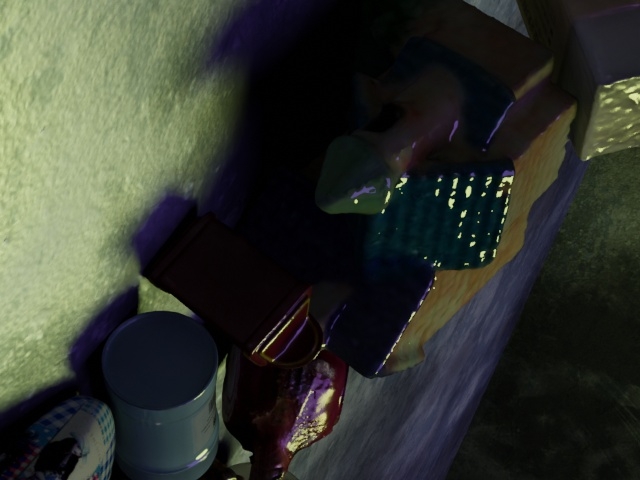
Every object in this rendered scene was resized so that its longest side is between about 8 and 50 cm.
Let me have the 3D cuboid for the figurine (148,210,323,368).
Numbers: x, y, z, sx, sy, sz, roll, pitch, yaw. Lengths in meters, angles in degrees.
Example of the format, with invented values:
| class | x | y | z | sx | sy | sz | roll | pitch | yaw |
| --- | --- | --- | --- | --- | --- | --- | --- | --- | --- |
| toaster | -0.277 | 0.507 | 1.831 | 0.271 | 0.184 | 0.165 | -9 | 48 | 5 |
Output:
| class | x | y | z | sx | sy | sz | roll | pitch | yaw |
| --- | --- | --- | --- | --- | --- | --- | --- | --- | --- |
| figurine | -0.067 | 0.061 | 1.107 | 0.082 | 0.154 | 0.098 | -48 | 165 | -21 |

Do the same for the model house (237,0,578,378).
| class | x | y | z | sx | sy | sz | roll | pitch | yaw |
| --- | --- | --- | --- | --- | --- | --- | --- | --- | --- |
| model house | 0.053 | -0.040 | 1.181 | 0.280 | 0.245 | 0.312 | -41 | 155 | -28 |

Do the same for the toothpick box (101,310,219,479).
| class | x | y | z | sx | sy | sz | roll | pitch | yaw |
| --- | --- | --- | --- | --- | --- | --- | --- | --- | --- |
| toothpick box | -0.140 | 0.144 | 1.134 | 0.101 | 0.101 | 0.153 | -49 | 161 | -32 |

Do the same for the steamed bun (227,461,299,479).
| class | x | y | z | sx | sy | sz | roll | pitch | yaw |
| --- | --- | --- | --- | --- | --- | --- | --- | --- | --- |
| steamed bun | -0.107 | 0.381 | 1.551 | 0.232 | 0.145 | 0.232 | -19 | 112 | -57 |

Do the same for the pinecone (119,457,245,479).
| class | x | y | z | sx | sy | sz | roll | pitch | yaw |
| --- | --- | --- | --- | --- | --- | --- | --- | --- | --- |
| pinecone | -0.144 | 0.293 | 1.295 | 0.173 | 0.173 | 0.173 | -52 | 162 | -24 |

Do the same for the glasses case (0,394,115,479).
| class | x | y | z | sx | sy | sz | roll | pitch | yaw |
| --- | --- | --- | --- | --- | --- | --- | --- | --- | --- |
| glasses case | -0.242 | 0.236 | 0.967 | 0.327 | 0.076 | 0.125 | -54 | 159 | -60 |

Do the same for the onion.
| class | x | y | z | sx | sy | sz | roll | pitch | yaw |
| --- | --- | --- | --- | --- | --- | --- | --- | --- | --- |
| onion | -0.031 | 0.167 | 1.312 | 0.173 | 0.135 | 0.198 | 103 | -17 | -60 |

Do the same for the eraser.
| class | x | y | z | sx | sy | sz | roll | pitch | yaw |
| --- | --- | --- | --- | --- | --- | --- | --- | --- | --- |
| eraser | 0.231 | -0.256 | 1.194 | 0.078 | 0.343 | 0.144 | -13 | 155 | -2 |
